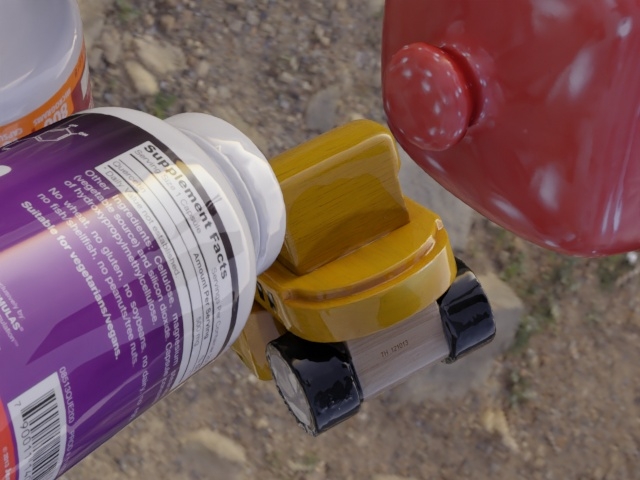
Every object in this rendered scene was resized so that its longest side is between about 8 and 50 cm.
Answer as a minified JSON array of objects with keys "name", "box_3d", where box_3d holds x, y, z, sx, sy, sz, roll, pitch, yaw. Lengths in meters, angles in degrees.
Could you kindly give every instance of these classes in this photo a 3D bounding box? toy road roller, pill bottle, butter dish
[{"name":"toy road roller","box_3d":[0.000,0.000,1.161,0.202,0.329,0.241,-26,118,-16]},{"name":"pill bottle","box_3d":[-0.332,-0.083,1.233,0.224,0.224,0.392,-32,153,-23]},{"name":"butter dish","box_3d":[0.071,-0.062,0.412,0.118,0.160,0.160,-25,137,-34]},{"name":"pill bottle","box_3d":[-0.162,0.034,0.722,0.323,0.181,0.182,-36,127,-48]}]
